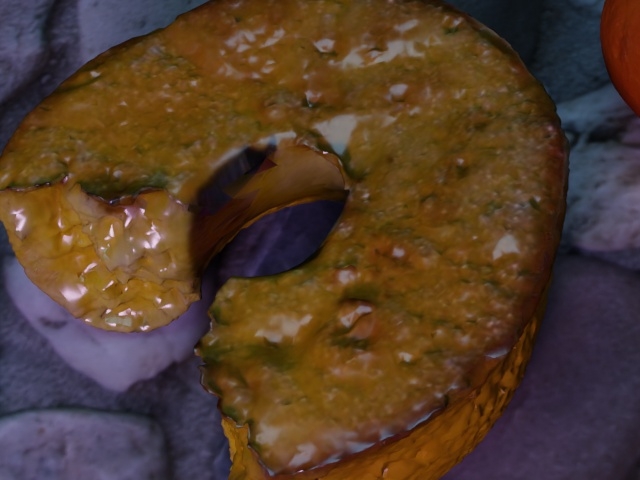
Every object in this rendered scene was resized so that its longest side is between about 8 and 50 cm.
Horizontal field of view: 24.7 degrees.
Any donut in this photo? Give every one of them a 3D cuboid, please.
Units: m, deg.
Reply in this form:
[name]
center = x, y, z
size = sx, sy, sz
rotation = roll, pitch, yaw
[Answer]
[donut]
center = 0.000, 0.000, 1.063
size = 0.378, 0.163, 0.435
rotation = -32, 52, -13

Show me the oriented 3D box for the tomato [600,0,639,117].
[tomato]
center = 0.339, -0.154, 1.087
size = 0.260, 0.180, 0.259
rotation = -6, 50, 7
